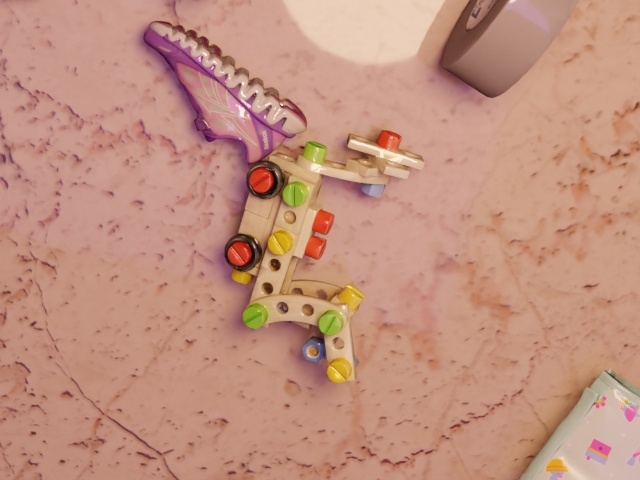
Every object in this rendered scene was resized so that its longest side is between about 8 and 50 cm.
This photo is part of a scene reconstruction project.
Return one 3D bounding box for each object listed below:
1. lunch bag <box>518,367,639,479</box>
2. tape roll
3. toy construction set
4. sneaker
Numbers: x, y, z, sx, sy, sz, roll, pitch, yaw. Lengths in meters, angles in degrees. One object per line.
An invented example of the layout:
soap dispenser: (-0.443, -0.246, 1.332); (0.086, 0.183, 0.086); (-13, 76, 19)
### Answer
lunch bag: (0.414, 0.322, 1.483); (0.262, 0.160, 0.223); (34, 98, -15)
tape roll: (0.238, -0.283, 1.314); (0.072, 0.219, 0.219); (32, 98, -11)
toy construction set: (0.000, 0.000, 1.392); (0.215, 0.151, 0.328); (22, 94, 11)
sneaker: (-0.135, -0.183, 1.380); (0.236, 0.095, 0.104); (37, 105, -11)
